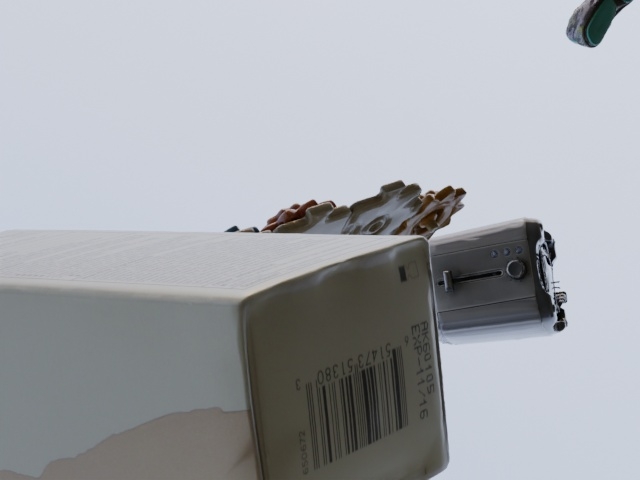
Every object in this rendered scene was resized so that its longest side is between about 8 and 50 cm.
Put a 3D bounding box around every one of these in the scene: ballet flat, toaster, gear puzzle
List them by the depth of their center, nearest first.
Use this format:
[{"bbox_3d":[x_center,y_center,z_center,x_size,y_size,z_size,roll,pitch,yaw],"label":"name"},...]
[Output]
[{"bbox_3d":[0.000,0.000,1.300,0.339,0.175,0.044,-18,-117,-34],"label":"gear puzzle"},{"bbox_3d":[0.252,-0.216,1.316,0.041,0.041,0.114,43,-111,-10],"label":"ballet flat"},{"bbox_3d":[0.193,0.051,1.665,0.146,0.227,0.129,-9,-99,13],"label":"toaster"}]

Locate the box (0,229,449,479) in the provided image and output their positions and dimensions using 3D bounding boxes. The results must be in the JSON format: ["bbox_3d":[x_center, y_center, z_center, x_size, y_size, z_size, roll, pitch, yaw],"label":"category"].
[{"bbox_3d":[-0.104,0.065,0.762,0.148,0.311,0.121,-18,-76,-49],"label":"box"}]
